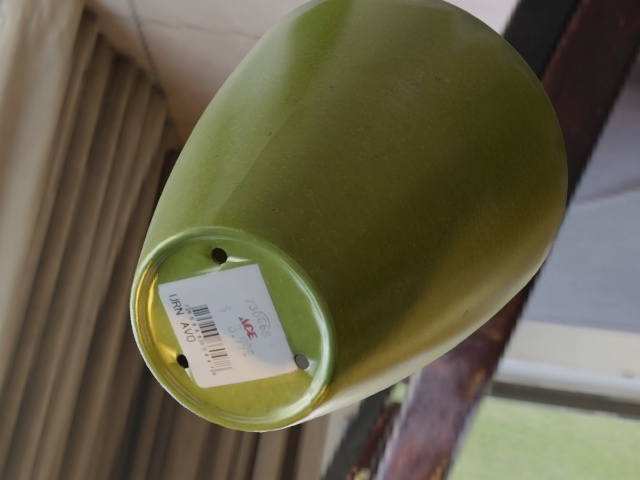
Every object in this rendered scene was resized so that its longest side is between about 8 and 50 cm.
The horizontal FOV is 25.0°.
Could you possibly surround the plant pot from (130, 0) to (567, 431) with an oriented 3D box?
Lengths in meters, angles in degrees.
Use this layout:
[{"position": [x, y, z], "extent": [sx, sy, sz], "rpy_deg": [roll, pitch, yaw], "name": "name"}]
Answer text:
[{"position": [0.000, 0.000, 0.973], "extent": [0.274, 0.293, 0.275], "rpy_deg": [9, 117, 19], "name": "plant pot"}]
